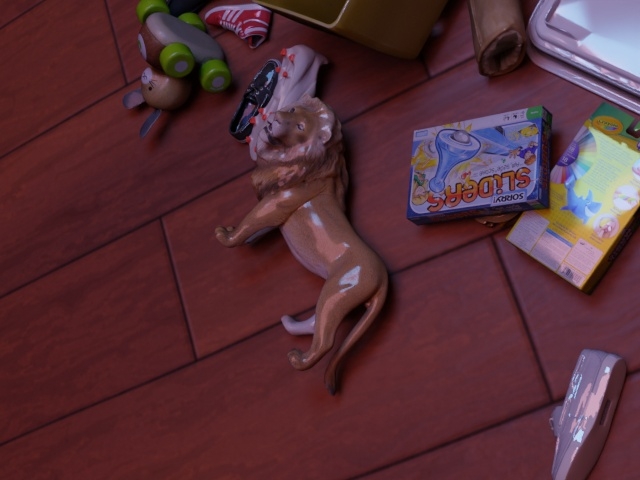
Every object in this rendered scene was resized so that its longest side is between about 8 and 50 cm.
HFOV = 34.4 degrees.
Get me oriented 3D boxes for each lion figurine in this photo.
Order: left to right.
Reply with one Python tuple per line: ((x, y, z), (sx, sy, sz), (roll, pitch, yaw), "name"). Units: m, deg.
((0.000, 0.000, 1.488), (0.240, 0.142, 0.392), (-34, 80, 8), "lion figurine")

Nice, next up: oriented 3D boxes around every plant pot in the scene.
((0.069, -0.372, 1.466), (0.212, 0.187, 0.212), (32, 94, 49), "plant pot")

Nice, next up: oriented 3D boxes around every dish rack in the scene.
((0.448, -0.312, 1.347), (0.332, 0.072, 0.286), (33, 95, 30), "dish rack")

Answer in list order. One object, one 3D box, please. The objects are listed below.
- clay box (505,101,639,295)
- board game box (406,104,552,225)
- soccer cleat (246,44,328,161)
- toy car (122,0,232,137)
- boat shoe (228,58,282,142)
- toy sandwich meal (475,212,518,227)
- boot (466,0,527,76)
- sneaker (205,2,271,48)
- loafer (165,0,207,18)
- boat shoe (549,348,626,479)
((0.357, -0.056, 1.346), (0.127, 0.053, 0.222), (38, 96, 30), "clay box")
((0.214, -0.099, 1.407), (0.201, 0.035, 0.136), (-8, 67, 37), "board game box")
((-0.049, -0.203, 1.581), (0.068, 0.076, 0.196), (50, 122, 49), "soccer cleat")
((-0.258, -0.263, 1.665), (0.188, 0.149, 0.155), (-48, 50, 24), "toy car")
((-0.100, -0.221, 1.621), (0.049, 0.040, 0.142), (25, 91, 29), "boat shoe")
((0.245, -0.055, 1.419), (0.085, 0.029, 0.086), (-10, 64, 21), "toy sandwich meal")
((0.233, -0.393, 1.394), (0.089, 0.236, 0.270), (-7, 72, 5), "boot")
((-0.136, -0.342, 1.665), (0.118, 0.042, 0.067), (-2, 75, 24), "sneaker")
((-0.178, -0.439, 1.687), (0.223, 0.076, 0.078), (-45, 56, 7), "loafer")
((0.322, 0.224, 1.301), (0.063, 0.066, 0.184), (18, 90, 43), "boat shoe")
